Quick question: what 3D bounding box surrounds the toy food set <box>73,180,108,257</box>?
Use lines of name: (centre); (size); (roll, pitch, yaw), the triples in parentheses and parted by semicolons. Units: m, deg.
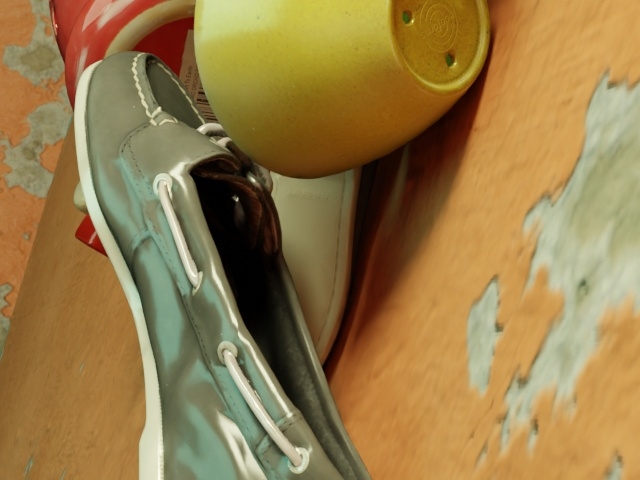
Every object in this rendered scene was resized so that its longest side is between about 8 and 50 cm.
toy food set: (-0.117, -0.020, 1.299); (0.111, 0.104, 0.232); (-60, 31, -5)

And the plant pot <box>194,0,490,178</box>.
plant pot: (0.022, -0.097, 0.765); (0.095, 0.134, 0.134); (-1, 70, 48)

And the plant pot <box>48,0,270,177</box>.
plant pot: (-0.082, -0.141, 1.050); (0.174, 0.191, 0.191); (-97, 28, -53)

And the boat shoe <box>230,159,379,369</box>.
boat shoe: (0.000, 0.000, 0.877); (0.065, 0.075, 0.206); (4, -79, -60)

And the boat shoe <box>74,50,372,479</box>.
boat shoe: (-0.039, 0.025, 0.777); (0.095, 0.112, 0.335); (-30, 51, 19)
